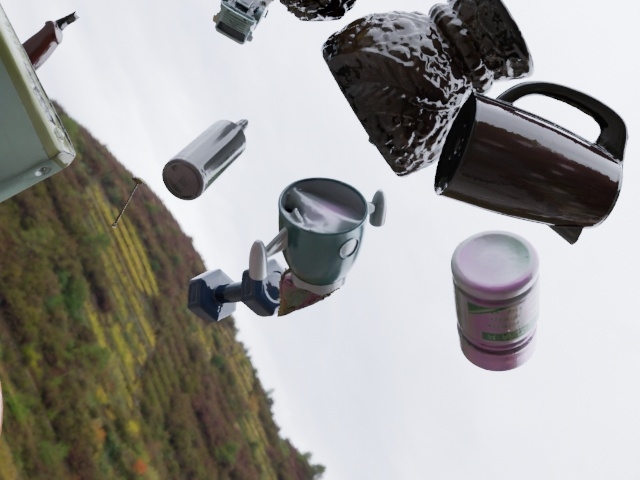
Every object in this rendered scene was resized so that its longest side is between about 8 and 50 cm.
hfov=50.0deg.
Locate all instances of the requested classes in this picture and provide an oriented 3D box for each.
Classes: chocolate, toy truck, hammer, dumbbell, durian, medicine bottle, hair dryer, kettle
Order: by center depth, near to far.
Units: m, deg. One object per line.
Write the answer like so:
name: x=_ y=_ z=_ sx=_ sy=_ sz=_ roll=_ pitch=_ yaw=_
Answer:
medicine bottle: x=-0.134 y=-0.119 z=0.889 sx=0.057 sy=0.199 sz=0.058 roll=9 pitch=-59 yaw=14
kettle: x=0.297 y=-0.116 z=0.946 sx=0.144 sy=0.232 sz=0.202 roll=169 pitch=-61 yaw=-84
chocolate: x=-0.021 y=-0.393 z=1.027 sx=0.156 sy=0.133 sz=0.156 roll=9 pitch=-63 yaw=18
toy truck: x=-0.134 y=-0.423 z=1.251 sx=0.080 sy=0.178 sz=0.115 roll=29 pitch=-42 yaw=-8
hammer: x=-0.396 y=-0.077 z=1.403 sx=0.123 sy=0.029 sz=0.014 roll=-58 pitch=-147 yaw=14
hair dryer: x=-0.603 y=-0.334 z=1.429 sx=0.312 sy=0.340 sz=0.123 roll=42 pitch=-6 yaw=18
durian: x=-0.032 y=0.098 z=1.663 sx=0.186 sy=0.119 sz=0.108 roll=-28 pitch=-89 yaw=38
medicine bottle: x=0.442 y=0.155 z=1.727 sx=0.212 sy=0.212 sz=0.326 roll=44 pitch=-23 yaw=43
dumbbell: x=-0.230 y=0.145 z=1.926 sx=0.324 sy=0.160 sz=0.144 roll=-10 pitch=-76 yaw=43

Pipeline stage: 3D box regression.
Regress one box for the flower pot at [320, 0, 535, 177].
flower pot: x=0.176 y=-0.271 z=1.094 sx=0.267 sy=0.267 sz=0.267 roll=56 pitch=12 yaw=-19

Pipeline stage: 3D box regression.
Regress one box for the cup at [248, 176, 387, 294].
cup: x=0.000 y=0.000 z=1.245 sx=0.167 sy=0.299 sz=0.173 roll=44 pitch=-35 yaw=36

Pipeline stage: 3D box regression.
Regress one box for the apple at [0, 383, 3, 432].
apple: x=-0.604 y=0.253 z=0.892 sx=0.364 sy=0.363 sz=0.364 roll=49 pitch=-26 yaw=35

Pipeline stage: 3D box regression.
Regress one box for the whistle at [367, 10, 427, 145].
whistle: x=0.192 y=-0.375 z=1.624 sx=0.067 sy=0.057 sz=0.327 roll=21 pitch=-76 yaw=11

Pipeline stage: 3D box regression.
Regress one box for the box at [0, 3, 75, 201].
box: x=-0.394 y=-0.145 z=0.696 sx=0.270 sy=0.210 sz=0.045 roll=58 pitch=-6 yaw=13
